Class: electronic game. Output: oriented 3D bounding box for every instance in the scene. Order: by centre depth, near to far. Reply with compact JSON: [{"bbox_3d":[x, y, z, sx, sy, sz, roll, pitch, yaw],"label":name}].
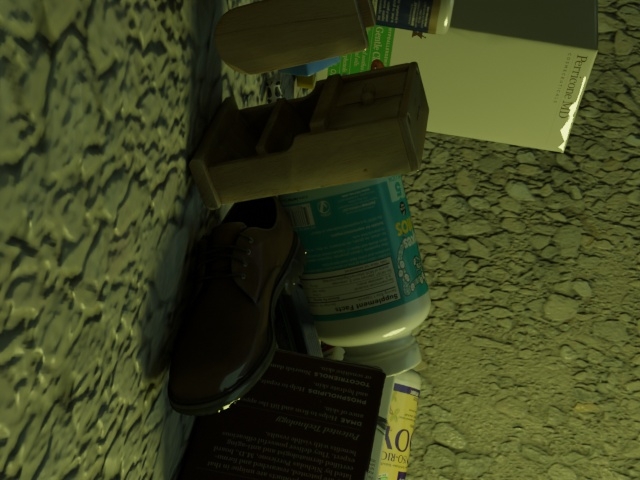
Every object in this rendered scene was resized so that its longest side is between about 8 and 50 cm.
[{"bbox_3d":[-0.030,0.125,1.179,0.229,0.048,0.229,166,-90,-83],"label":"electronic game"}]

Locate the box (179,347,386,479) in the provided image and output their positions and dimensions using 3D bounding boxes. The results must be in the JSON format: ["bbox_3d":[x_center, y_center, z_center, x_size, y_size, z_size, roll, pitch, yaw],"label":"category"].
[{"bbox_3d":[-0.039,0.236,0.994,0.168,0.167,0.203,96,6,-46],"label":"box"}]

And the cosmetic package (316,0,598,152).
[{"bbox_3d":[0.186,-0.266,1.427,0.197,0.365,0.155,94,8,-48],"label":"cosmetic package"}]

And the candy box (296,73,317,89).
[{"bbox_3d":[-0.011,-0.258,1.139,0.206,0.027,0.105,84,14,-74],"label":"candy box"}]

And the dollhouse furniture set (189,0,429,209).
[{"bbox_3d":[-0.033,-0.161,0.707,0.212,0.161,0.242,-73,150,-56],"label":"dollhouse furniture set"}]

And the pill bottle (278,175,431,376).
[{"bbox_3d":[0.044,0.025,1.188,0.146,0.146,0.264,-54,131,-79],"label":"pill bottle"}]

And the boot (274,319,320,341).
[{"bbox_3d":[-0.040,0.166,1.403,0.165,0.077,0.213,46,49,-85],"label":"boot"}]

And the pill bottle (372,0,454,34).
[{"bbox_3d":[0.046,-0.255,0.968,0.094,0.169,0.094,11,90,-85],"label":"pill bottle"}]

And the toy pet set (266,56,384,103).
[{"bbox_3d":[0.002,-0.157,0.988,0.065,0.122,0.114,-86,165,-63],"label":"toy pet set"}]

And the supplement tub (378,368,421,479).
[{"bbox_3d":[0.045,0.384,1.878,0.241,0.241,0.331,76,24,-79],"label":"supplement tub"}]

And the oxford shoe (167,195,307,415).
[{"bbox_3d":[-0.076,0.039,0.797,0.227,0.082,0.096,-75,154,-50],"label":"oxford shoe"}]

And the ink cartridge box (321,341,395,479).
[{"bbox_3d":[0.010,0.271,1.559,0.197,0.114,0.273,-35,-142,54],"label":"ink cartridge box"}]
